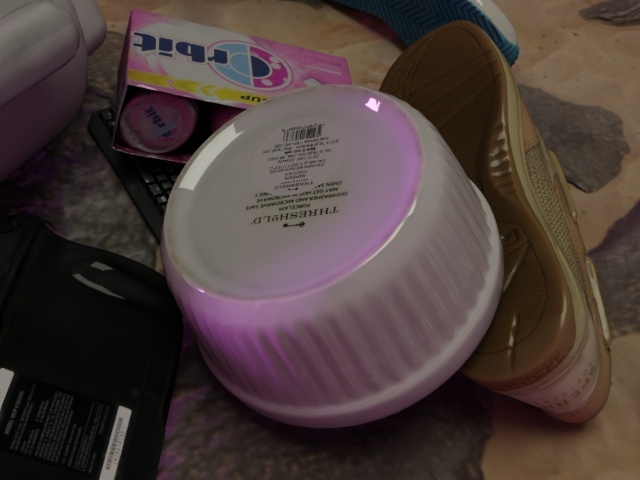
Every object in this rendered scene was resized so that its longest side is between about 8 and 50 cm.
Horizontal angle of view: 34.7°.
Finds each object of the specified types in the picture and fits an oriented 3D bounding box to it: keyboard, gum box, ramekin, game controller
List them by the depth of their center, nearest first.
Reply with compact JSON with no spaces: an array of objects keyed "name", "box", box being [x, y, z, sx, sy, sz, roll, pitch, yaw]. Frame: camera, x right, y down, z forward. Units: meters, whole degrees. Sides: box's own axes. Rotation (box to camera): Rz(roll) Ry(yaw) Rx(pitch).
[{"name":"game controller","box":[-0.169,0.105,0.563,0.167,0.067,0.319,28,35,-18]},{"name":"ramekin","box":[0.000,0.000,0.630,0.207,0.109,0.207,-13,49,16]},{"name":"keyboard","box":[-0.097,-0.056,0.787,0.108,0.023,0.180,-18,52,-26]},{"name":"gum box","box":[-0.060,-0.106,0.791,0.189,0.062,0.107,10,39,-16]}]

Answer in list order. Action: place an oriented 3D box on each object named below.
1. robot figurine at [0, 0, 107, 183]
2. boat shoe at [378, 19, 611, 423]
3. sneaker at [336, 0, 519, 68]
[{"name":"robot figurine","box":[-0.294,-0.098,0.664,0.300,0.199,0.353,-5,33,36]},{"name":"boat shoe","box":[0.121,-0.023,0.745,0.110,0.122,0.341,37,34,-40]},{"name":"sneaker","box":[0.100,-0.234,0.960,0.229,0.087,0.092,40,49,24]}]
